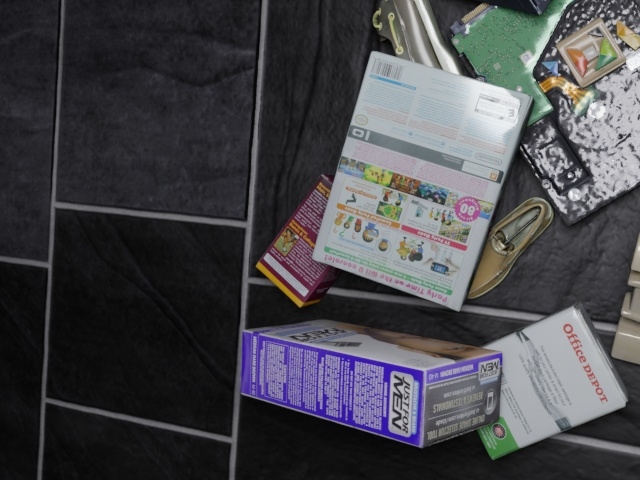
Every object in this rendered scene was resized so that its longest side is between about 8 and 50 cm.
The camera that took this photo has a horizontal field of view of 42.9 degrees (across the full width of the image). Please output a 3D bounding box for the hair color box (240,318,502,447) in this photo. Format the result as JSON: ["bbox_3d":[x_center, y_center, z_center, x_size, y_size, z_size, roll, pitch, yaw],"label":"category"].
[{"bbox_3d":[0.064,0.189,1.159,0.339,0.185,0.110,7,96,42],"label":"hair color box"}]

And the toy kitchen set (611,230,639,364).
[{"bbox_3d":[0.486,0.049,1.104,0.122,0.166,0.207,14,134,22],"label":"toy kitchen set"}]

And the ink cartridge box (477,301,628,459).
[{"bbox_3d":[0.311,0.199,1.167,0.208,0.087,0.153,-28,81,22],"label":"ink cartridge box"}]

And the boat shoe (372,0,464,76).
[{"bbox_3d":[0.129,-0.311,1.205,0.091,0.109,0.305,-25,88,18],"label":"boat shoe"}]

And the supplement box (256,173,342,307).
[{"bbox_3d":[0.000,0.000,1.288,0.104,0.081,0.188,42,107,16],"label":"supplement box"}]

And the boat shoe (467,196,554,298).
[{"bbox_3d":[0.259,0.011,1.187,0.068,0.072,0.190,42,107,15],"label":"boat shoe"}]

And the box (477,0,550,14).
[{"bbox_3d":[0.216,-0.405,1.096,0.207,0.153,0.108,30,88,42],"label":"box"}]

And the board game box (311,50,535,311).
[{"bbox_3d":[0.141,-0.084,1.136,0.224,0.097,0.303,20,102,13],"label":"board game box"}]

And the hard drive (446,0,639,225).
[{"bbox_3d":[0.360,-0.222,1.140,0.237,0.064,0.339,-34,81,20],"label":"hard drive"}]

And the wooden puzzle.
[{"bbox_3d":[0.364,-0.253,1.095,0.116,0.014,0.078,-39,78,20],"label":"wooden puzzle"}]
